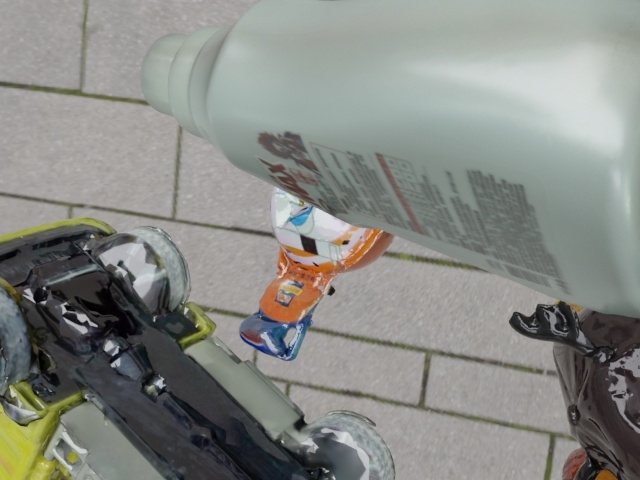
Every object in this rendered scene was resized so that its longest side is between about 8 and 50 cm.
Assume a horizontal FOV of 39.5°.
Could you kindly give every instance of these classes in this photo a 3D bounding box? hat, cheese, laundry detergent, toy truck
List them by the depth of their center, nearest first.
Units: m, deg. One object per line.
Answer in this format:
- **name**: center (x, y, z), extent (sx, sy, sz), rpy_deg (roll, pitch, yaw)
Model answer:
- **toy truck**: center (-0.067, 0.125, 0.387), extent (0.272, 0.124, 0.157), rpy_deg (41, 119, 15)
- **laundry detergent**: center (0.046, -0.071, 0.608), extent (0.398, 0.264, 0.124), rpy_deg (17, 73, 33)
- **hat**: center (0.289, 0.120, 0.879), extent (0.209, 0.336, 0.238), rpy_deg (-3, 127, 8)
- **cheese**: center (0.000, 0.000, 1.172), extent (0.217, 0.129, 0.329), rpy_deg (19, 79, 52)

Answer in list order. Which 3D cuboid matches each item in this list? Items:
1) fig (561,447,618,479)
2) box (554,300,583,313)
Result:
- **fig**: center (0.337, 0.279, 1.001), extent (0.153, 0.119, 0.119), rpy_deg (-25, 91, 3)
- **box**: center (0.431, 0.157, 1.401), extent (0.023, 0.087, 0.155), rpy_deg (-39, 68, 38)
